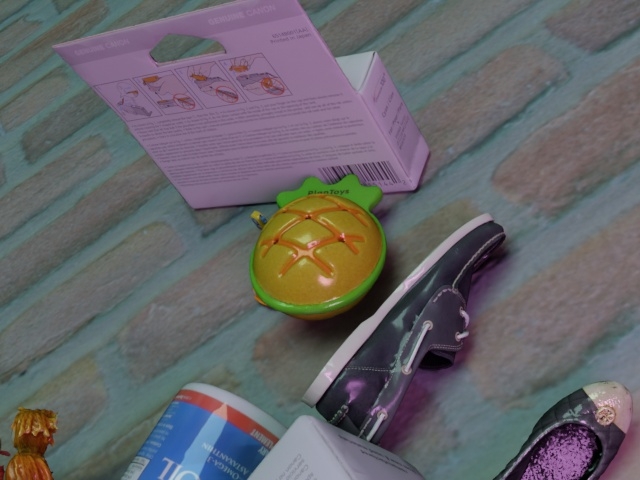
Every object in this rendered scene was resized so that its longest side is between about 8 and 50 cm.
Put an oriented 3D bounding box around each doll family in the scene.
[{"bbox_3d":[-0.249,0.228,0.791,0.119,0.163,0.263,3,6,-13],"label":"doll family"}]

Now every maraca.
[{"bbox_3d":[0.000,0.000,0.896,0.127,0.099,0.185,0,43,10],"label":"maraca"}]

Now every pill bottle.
[{"bbox_3d":[-0.110,0.229,0.727,0.124,0.124,0.221,9,58,41],"label":"pill bottle"}]

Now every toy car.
[{"bbox_3d":[-0.061,0.015,0.971,0.060,0.040,0.122,-38,39,-3],"label":"toy car"}]

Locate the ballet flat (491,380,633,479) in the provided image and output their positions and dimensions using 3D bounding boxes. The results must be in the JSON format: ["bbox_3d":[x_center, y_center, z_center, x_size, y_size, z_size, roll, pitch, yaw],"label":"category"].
[{"bbox_3d":[0.151,0.164,0.650,0.173,0.057,0.049,-46,-5,-3],"label":"ballet flat"}]

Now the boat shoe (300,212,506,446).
[{"bbox_3d":[0.085,0.071,0.800,0.079,0.084,0.233,39,67,11],"label":"boat shoe"}]

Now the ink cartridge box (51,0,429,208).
[{"bbox_3d":[-0.076,-0.143,0.966,0.296,0.261,0.066,-3,50,33],"label":"ink cartridge box"}]

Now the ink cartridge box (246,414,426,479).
[{"bbox_3d":[0.024,0.285,0.533,0.226,0.131,0.306,-50,40,7],"label":"ink cartridge box"}]
